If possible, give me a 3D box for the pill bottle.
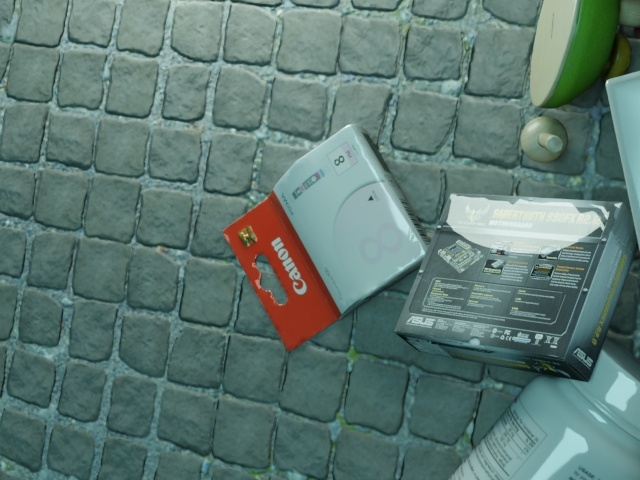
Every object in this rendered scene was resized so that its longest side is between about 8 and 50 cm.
[{"bbox_3d":[0.249,0.245,1.269,0.160,0.160,0.283,42,104,20],"label":"pill bottle"}]

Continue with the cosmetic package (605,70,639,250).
[{"bbox_3d":[0.419,0.058,1.169,0.161,0.230,0.454,-13,81,23],"label":"cosmetic package"}]

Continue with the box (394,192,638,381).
[{"bbox_3d":[0.208,0.043,1.280,0.231,0.056,0.183,5,64,45],"label":"box"}]

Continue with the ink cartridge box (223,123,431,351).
[{"bbox_3d":[0.000,0.000,1.452,0.232,0.066,0.189,-33,75,14],"label":"ink cartridge box"}]

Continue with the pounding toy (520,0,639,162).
[{"bbox_3d":[0.299,-0.197,1.289,0.110,0.183,0.237,10,92,-2],"label":"pounding toy"}]
